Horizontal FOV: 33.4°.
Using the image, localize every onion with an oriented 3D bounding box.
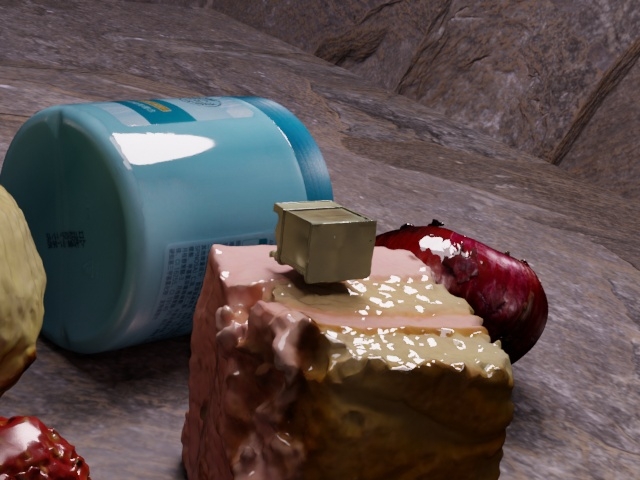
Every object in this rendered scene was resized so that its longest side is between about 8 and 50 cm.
[{"bbox_3d":[0.170,0.100,1.530,0.314,0.232,0.314,14,-21,6],"label":"onion"}]

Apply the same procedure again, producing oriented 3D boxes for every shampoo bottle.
[{"bbox_3d":[-0.214,-0.029,1.459,0.331,0.331,0.343,31,27,36],"label":"shampoo bottle"}]

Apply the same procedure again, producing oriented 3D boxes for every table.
[{"bbox_3d":[0.000,0.000,1.082,0.079,0.062,0.083,-3,19,-32],"label":"table"}]

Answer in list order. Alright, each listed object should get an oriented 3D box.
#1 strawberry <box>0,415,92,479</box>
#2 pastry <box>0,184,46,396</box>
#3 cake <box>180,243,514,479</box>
[{"bbox_3d":[-0.274,0.245,0.908,0.234,0.178,0.234,13,31,-8],"label":"strawberry"},{"bbox_3d":[-0.469,0.063,1.065,0.389,0.312,0.388,12,9,-2],"label":"pastry"},{"bbox_3d":[0.011,0.178,1.117,0.293,0.314,0.306,5,25,-21],"label":"cake"}]
